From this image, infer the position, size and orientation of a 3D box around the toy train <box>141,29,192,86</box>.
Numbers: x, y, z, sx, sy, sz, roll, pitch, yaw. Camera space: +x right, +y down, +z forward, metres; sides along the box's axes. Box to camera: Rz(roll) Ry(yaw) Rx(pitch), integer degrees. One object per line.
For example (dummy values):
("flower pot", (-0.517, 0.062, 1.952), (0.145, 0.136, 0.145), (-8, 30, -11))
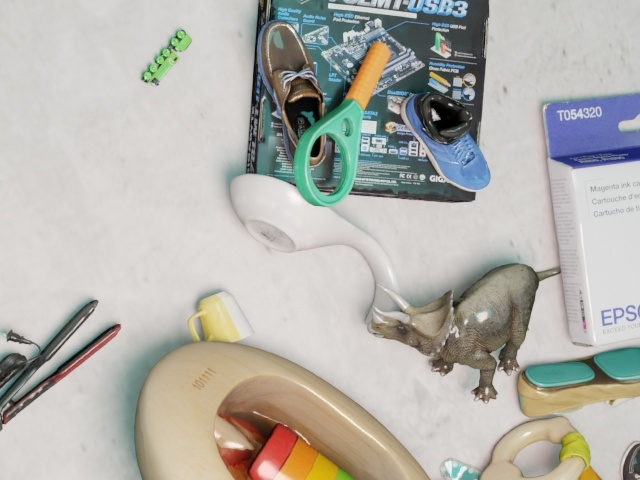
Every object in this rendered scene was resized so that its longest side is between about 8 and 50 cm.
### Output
("toy train", (-0.189, -0.224, 1.305), (0.024, 0.017, 0.083), (40, 81, -23))

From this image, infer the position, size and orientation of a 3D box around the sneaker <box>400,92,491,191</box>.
("sneaker", (0.165, -0.119, 1.294), (0.058, 0.084, 0.152), (-41, 102, -10))

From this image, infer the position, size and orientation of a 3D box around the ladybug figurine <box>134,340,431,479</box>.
("ladybug figurine", (-0.031, 0.306, 1.217), (0.449, 0.305, 0.162), (39, 126, 3))

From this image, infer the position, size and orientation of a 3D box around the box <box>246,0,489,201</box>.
("box", (0.063, -0.203, 1.345), (0.296, 0.073, 0.293), (3, 89, -14))

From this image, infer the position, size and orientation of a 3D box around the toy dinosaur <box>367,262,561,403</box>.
("toy dinosaur", (0.218, 0.098, 1.343), (0.314, 0.121, 0.160), (-22, 133, -21))

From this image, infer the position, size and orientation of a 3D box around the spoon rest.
("spoon rest", (0.000, 0.000, 1.316), (0.276, 0.137, 0.084), (42, 63, -27))

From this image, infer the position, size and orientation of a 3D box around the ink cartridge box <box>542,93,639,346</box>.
("ink cartridge box", (0.474, -0.042, 1.449), (0.324, 0.071, 0.330), (-9, 94, -20))

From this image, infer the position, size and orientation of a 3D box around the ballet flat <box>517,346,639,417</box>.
("ballet flat", (0.374, 0.196, 1.446), (0.232, 0.080, 0.073), (-5, 120, -13))

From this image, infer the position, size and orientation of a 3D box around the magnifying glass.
("magnifying glass", (0.032, -0.141, 1.250), (0.092, 0.026, 0.231), (47, 55, -39))

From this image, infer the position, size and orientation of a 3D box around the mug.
("mug", (-0.123, 0.098, 1.301), (0.062, 0.078, 0.064), (-22, 88, 10))

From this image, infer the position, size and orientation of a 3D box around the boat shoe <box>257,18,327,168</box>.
("boat shoe", (-0.025, -0.177, 1.254), (0.066, 0.066, 0.183), (-18, 95, -12))

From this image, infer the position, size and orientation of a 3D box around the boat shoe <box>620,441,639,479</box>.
("boat shoe", (0.439, 0.344, 1.472), (0.046, 0.038, 0.125), (17, 86, -15))

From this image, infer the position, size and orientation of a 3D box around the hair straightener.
("hair straightener", (-0.352, 0.146, 1.258), (0.230, 0.047, 0.089), (-40, 100, -7))

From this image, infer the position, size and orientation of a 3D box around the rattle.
("rattle", (0.270, 0.330, 1.412), (0.200, 0.130, 0.142), (-31, 136, -1))
